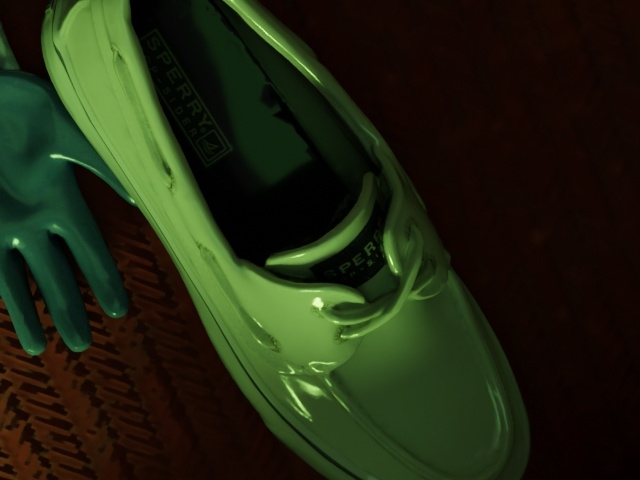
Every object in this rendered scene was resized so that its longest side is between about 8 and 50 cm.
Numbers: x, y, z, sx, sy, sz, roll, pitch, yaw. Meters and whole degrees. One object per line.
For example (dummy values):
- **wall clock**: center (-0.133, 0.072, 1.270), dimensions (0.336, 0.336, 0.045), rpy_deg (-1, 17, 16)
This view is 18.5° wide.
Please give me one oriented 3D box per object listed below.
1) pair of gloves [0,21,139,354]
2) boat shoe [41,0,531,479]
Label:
- **pair of gloves**: center (-0.166, -0.015, 0.757), dimensions (0.198, 0.023, 0.159), rpy_deg (-19, 105, -2)
- **boat shoe**: center (0.000, 0.000, 0.734), dimensions (0.096, 0.088, 0.267), rpy_deg (-36, 102, -16)
